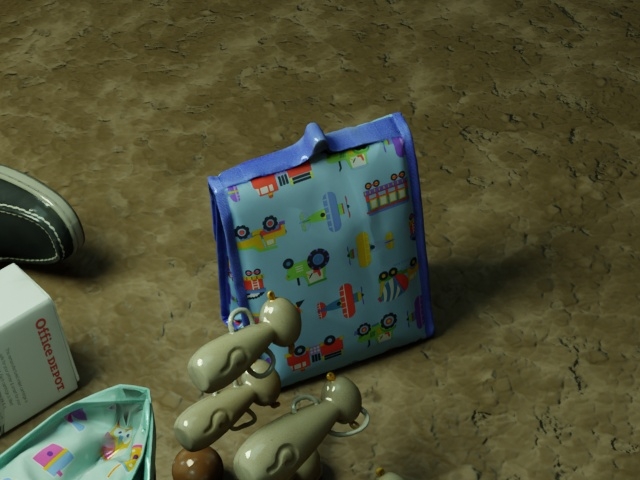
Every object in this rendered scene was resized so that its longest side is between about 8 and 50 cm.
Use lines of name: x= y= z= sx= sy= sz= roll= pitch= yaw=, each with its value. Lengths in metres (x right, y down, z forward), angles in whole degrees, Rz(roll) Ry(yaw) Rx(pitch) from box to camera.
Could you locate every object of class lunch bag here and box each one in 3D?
lunch bag: x=0.000 y=0.000 z=1.276 sx=0.221 sy=0.293 sz=0.138 roll=-18 pitch=46 yaw=-14
lunch bag: x=-0.228 y=0.279 z=1.058 sx=0.160 sy=0.223 sz=0.262 roll=26 pitch=50 yaw=20

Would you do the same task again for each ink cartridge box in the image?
ink cartridge box: x=-0.379 y=0.141 z=1.265 sx=0.203 sy=0.148 sz=0.086 roll=-32 pitch=48 yaw=-27

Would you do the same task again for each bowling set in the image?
bowling set: x=-0.057 y=0.189 z=1.178 sx=0.154 sy=0.287 sz=0.200 roll=-33 pitch=17 yaw=-34

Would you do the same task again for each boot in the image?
boot: x=-0.498 y=0.029 z=1.397 sx=0.377 sy=0.138 sz=0.284 roll=12 pitch=45 yaw=22
